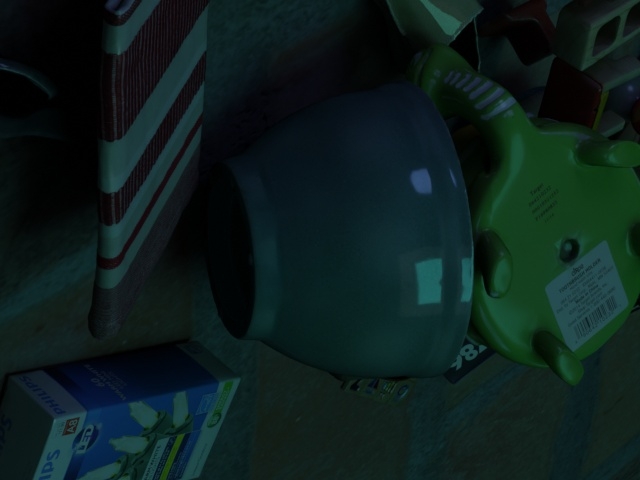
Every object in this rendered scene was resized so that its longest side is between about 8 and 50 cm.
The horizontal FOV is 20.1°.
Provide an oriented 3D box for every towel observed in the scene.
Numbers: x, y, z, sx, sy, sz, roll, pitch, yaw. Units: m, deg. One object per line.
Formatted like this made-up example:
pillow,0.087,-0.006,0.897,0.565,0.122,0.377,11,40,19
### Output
towel,-0.146,-0.110,1.527,0.237,0.037,0.329,-68,168,-50

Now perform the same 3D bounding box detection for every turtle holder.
turtle holder,0.178,-0.021,1.816,0.320,0.227,0.243,30,86,-36

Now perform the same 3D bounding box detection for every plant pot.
plant pot,0.000,0.000,1.748,0.196,0.293,0.293,-7,131,-18

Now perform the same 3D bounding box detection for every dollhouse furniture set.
dollhouse furniture set,0.232,-0.267,1.857,0.152,0.201,0.374,-33,150,-32

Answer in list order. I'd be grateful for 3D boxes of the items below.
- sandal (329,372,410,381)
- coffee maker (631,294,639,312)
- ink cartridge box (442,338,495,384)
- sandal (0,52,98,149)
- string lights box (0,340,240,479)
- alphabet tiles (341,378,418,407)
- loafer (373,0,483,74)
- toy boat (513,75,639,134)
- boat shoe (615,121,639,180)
sandal,0.098,0.132,2.175,0.219,0.060,0.090,-10,128,-50
coffee maker,0.326,-0.013,2.014,0.171,0.178,0.120,-6,129,-34
ink cartridge box,0.157,0.052,2.062,0.165,0.065,0.333,-39,134,7
sandal,-0.244,-0.123,1.436,0.054,0.097,0.254,-60,160,11
string lights box,-0.211,0.188,1.800,0.260,0.077,0.133,-9,128,-51
alphabet tiles,0.098,0.107,2.219,0.198,0.009,0.237,-57,149,5
loafer,0.110,-0.242,1.802,0.102,0.092,0.268,-48,149,-11
toy boat,0.294,-0.101,2.169,0.318,0.148,0.267,-28,138,-20
boat shoe,0.473,-0.180,2.326,0.122,0.110,0.341,18,94,-57
